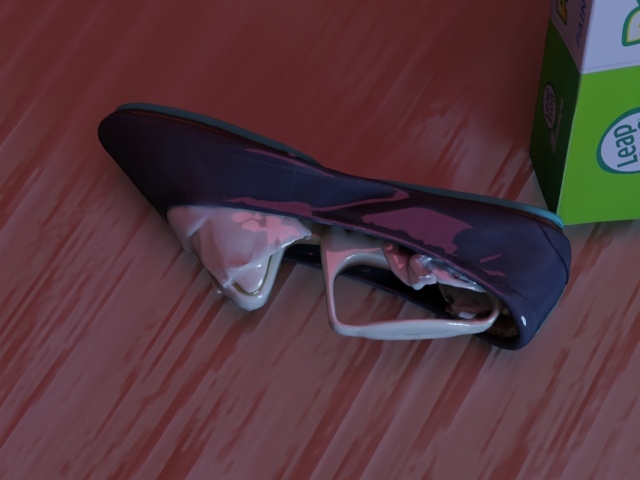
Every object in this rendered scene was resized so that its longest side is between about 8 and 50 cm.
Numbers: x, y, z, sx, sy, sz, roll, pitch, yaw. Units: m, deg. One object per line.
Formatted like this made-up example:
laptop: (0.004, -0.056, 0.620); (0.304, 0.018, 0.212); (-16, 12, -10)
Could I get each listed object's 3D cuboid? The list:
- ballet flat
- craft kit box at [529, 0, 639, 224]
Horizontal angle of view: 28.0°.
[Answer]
ballet flat: (0.000, 0.000, 0.520); (0.203, 0.074, 0.074); (15, 68, 1)
craft kit box: (0.215, -0.119, 0.480); (0.247, 0.249, 0.061); (-3, 44, -2)
